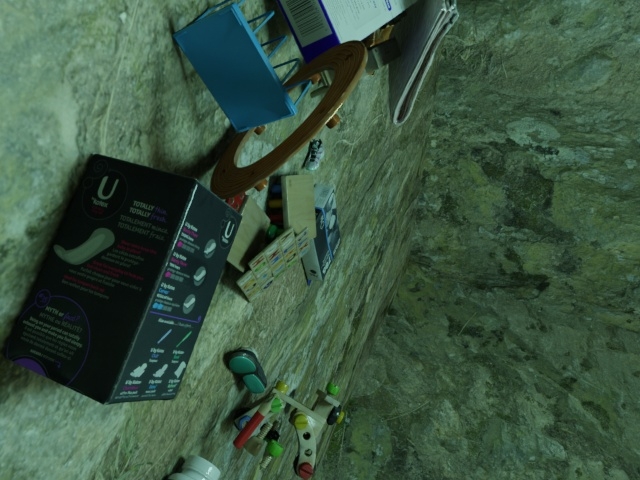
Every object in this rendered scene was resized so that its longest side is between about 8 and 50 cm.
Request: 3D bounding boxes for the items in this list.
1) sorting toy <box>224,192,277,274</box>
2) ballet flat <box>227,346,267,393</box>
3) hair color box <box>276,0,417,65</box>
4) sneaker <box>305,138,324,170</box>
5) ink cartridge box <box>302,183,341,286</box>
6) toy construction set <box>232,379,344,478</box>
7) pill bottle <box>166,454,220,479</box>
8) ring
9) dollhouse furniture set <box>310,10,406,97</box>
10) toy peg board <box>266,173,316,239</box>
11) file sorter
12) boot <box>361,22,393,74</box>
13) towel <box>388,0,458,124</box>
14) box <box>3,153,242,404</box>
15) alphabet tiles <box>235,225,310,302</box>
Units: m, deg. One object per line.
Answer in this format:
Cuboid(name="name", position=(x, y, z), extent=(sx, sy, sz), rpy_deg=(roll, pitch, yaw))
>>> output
Cuboid(name="sorting toy", position=(-0.166, -0.015, 0.988), extent=(0.274, 0.046, 0.132), rpy_deg=(58, 51, -67))
Cuboid(name="ballet flat", position=(-0.179, 0.306, 1.204), extent=(0.203, 0.074, 0.074), rpy_deg=(74, 35, -48))
Cuboid(name="hair color box", position=(0.061, -0.503, 0.961), extent=(0.339, 0.110, 0.185), rpy_deg=(-45, 119, -34))
Cuboid(name="sneaker", position=(-0.018, -0.231, 1.275), extent=(0.098, 0.038, 0.069), rpy_deg=(-69, 162, -47))
Cuboid(name="ink cartridge box", position=(0.000, 0.000, 1.477), extent=(0.332, 0.065, 0.165), rpy_deg=(80, 30, -55))
Cuboid(name="toy construction set", position=(-0.074, 0.432, 1.238), extent=(0.237, 0.258, 0.309), rpy_deg=(-52, 156, -10))
Cuboid(name="pill bottle", position=(-0.286, 0.544, 1.003), extent=(0.107, 0.108, 0.180), rpy_deg=(88, 25, -44))
Cuboid(name="ring", position=(-0.054, -0.192, 0.793), extent=(0.032, 0.337, 0.336), rpy_deg=(44, 56, -27))
Cuboid(name="dollhouse furniture set", position=(0.022, -0.550, 1.121), extent=(0.303, 0.174, 0.355), rpy_deg=(-43, 117, -37))
Cuboid(name="toy peg board", position=(-0.079, -0.076, 1.185), extent=(0.161, 0.079, 0.160), rpy_deg=(-22, 111, -68))
Cuboid(name="file sorter", position=(-0.107, -0.273, 0.741), extent=(0.170, 0.118, 0.104), rpy_deg=(57, 42, -33))
Cuboid(name="boot", position=(0.170, -0.581, 1.487), extent=(0.197, 0.073, 0.152), rpy_deg=(-27, 130, -51))
Cuboid(name="towel", position=(0.231, -0.496, 1.157), extent=(0.317, 0.054, 0.331), rpy_deg=(115, -16, -56))
Cuboid(name="box", position=(-0.239, 0.050, 0.631), extent=(0.143, 0.165, 0.270), rpy_deg=(46, 61, -69))
Cuboid(name="alphabet tiles", position=(-0.099, 0.047, 1.093), extent=(0.198, 0.009, 0.237), rpy_deg=(-42, 166, -13))
